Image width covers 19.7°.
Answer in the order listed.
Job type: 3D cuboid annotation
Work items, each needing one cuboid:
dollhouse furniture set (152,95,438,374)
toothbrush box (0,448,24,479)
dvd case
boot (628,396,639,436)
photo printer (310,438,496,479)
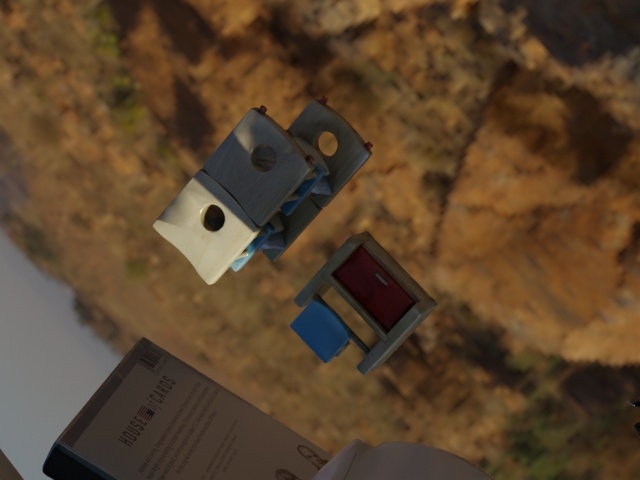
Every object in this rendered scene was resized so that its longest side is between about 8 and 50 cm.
[{"bbox_3d":[0.000,0.000,1.403,0.183,0.129,0.129,46,-158,11],"label":"dollhouse furniture set"},{"bbox_3d":[-0.158,0.264,0.978,0.295,0.126,0.216,57,-178,-17],"label":"toothbrush box"},{"bbox_3d":[-0.038,0.159,1.124,0.239,0.029,0.179,32,-160,0],"label":"dvd case"},{"bbox_3d":[0.203,0.093,0.836,0.121,0.045,0.099,38,-154,13],"label":"boot"},{"bbox_3d":[-0.037,0.235,0.593,0.107,0.256,0.307,31,-153,0],"label":"photo printer"}]
